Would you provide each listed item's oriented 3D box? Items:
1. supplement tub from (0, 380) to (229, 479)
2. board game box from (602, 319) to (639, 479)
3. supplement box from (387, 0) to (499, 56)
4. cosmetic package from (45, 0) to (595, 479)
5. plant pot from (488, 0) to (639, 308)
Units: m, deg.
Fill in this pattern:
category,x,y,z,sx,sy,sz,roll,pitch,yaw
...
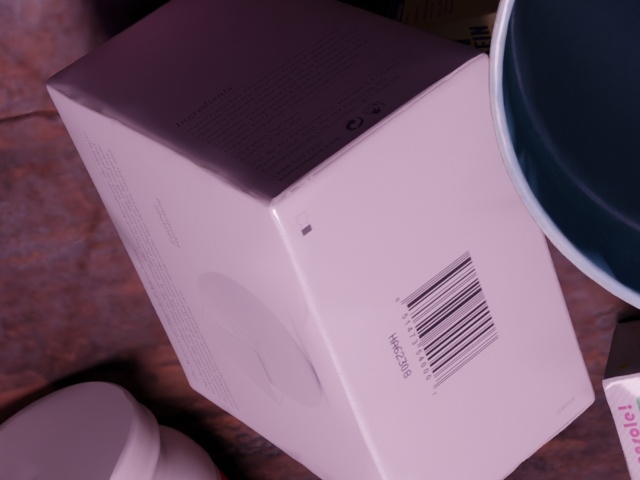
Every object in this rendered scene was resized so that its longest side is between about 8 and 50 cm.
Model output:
category,x,y,z,sx,sy,sz,roll,pitch,yaw
supplement tub,-0.112,0.244,1.133,0.191,0.191,0.272,-23,121,23
board game box,0.342,0.134,1.005,0.303,0.097,0.224,-12,107,19
supplement box,0.084,-0.112,0.905,0.083,0.083,0.056,-12,124,17
cosmetic package,0.000,0.000,0.900,0.138,0.224,0.224,-37,126,-21
plant pot,0.214,-0.136,0.763,0.271,0.255,0.272,4,127,5
